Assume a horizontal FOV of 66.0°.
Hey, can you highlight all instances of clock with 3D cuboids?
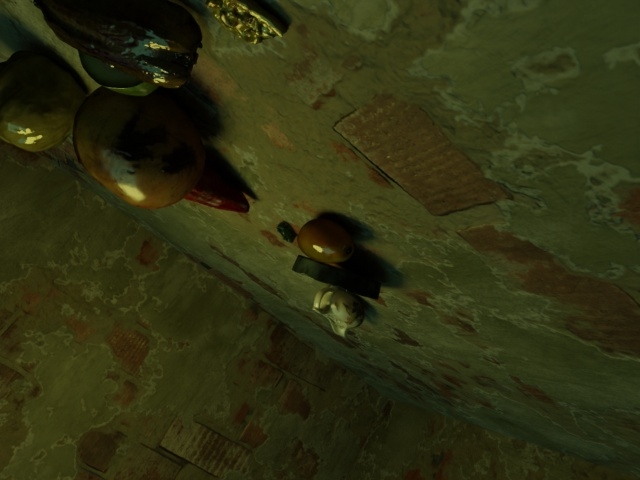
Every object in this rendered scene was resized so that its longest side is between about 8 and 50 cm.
[{"bbox_3d":[0.052,0.111,1.498,0.281,0.055,0.280,19,178,1],"label":"clock"}]

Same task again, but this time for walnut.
[{"bbox_3d":[-0.849,-0.406,1.447,0.282,0.277,0.253,46,153,-7],"label":"walnut"}]

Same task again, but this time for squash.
[{"bbox_3d":[-0.388,-0.372,1.004,0.170,0.170,0.123,31,175,5],"label":"squash"}]

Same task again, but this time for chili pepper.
[{"bbox_3d":[-0.316,-0.153,1.457,0.144,0.136,0.253,14,170,44],"label":"chili pepper"}]

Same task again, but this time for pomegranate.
[{"bbox_3d":[-0.439,-0.235,1.216,0.322,0.322,0.322,28,160,11],"label":"pomegranate"}]

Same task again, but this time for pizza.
[{"bbox_3d":[-0.130,-0.362,0.802,0.160,0.035,0.099,33,161,-1],"label":"pizza"}]

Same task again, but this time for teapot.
[{"bbox_3d":[0.061,0.259,1.860,0.204,0.139,0.298,18,157,41],"label":"teapot"}]

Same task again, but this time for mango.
[{"bbox_3d":[0.000,0.000,1.370,0.139,0.113,0.253,33,169,-23],"label":"mango"}]

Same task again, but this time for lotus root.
[{"bbox_3d":[-0.381,-0.396,0.890,0.330,0.167,0.078,21,-163,5],"label":"lotus root"}]

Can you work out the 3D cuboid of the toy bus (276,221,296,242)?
[{"bbox_3d":[-0.110,-0.026,1.582,0.031,0.037,0.083,20,156,34],"label":"toy bus"}]

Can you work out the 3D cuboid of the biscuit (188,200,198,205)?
[{"bbox_3d":[-0.427,-0.198,1.637,0.217,0.044,0.325,44,157,-28],"label":"biscuit"}]
